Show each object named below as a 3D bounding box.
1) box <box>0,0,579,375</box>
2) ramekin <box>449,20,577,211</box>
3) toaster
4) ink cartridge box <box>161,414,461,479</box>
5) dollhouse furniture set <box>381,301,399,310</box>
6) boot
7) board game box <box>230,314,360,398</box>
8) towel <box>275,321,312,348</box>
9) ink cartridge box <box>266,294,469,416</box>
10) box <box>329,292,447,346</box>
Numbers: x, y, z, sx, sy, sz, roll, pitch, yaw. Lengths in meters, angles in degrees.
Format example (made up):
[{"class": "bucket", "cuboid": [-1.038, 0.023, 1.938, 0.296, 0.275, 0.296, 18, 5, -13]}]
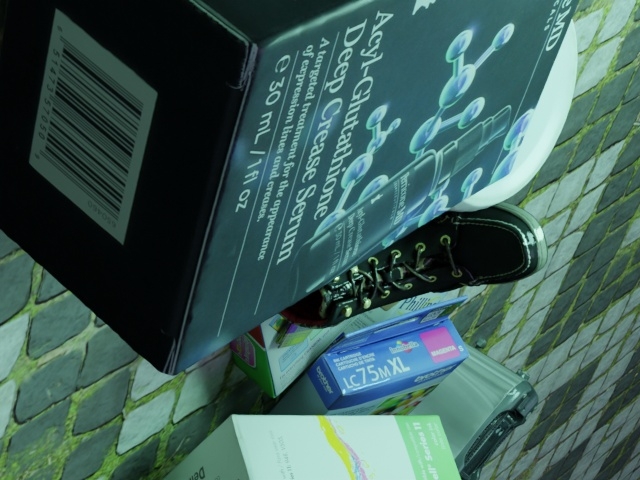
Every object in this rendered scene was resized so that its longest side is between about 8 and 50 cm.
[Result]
[{"class": "box", "cuboid": [-0.014, -0.140, 1.291, 0.395, 0.212, 0.293, -31, 150, -40]}, {"class": "ramekin", "cuboid": [0.127, -0.150, 1.686, 0.273, 0.127, 0.272, -26, 125, -42]}, {"class": "toaster", "cuboid": [0.177, 0.242, 2.465, 0.227, 0.146, 0.129, -51, 157, -1]}, {"class": "ink cartridge box", "cuboid": [-0.045, 0.283, 1.982, 0.353, 0.119, 0.207, 4, 146, -36]}, {"class": "dollhouse furniture set", "cuboid": [0.081, 0.008, 1.937, 0.114, 0.091, 0.081, -39, -151, 31]}, {"class": "boot", "cuboid": [0.082, 0.030, 1.730, 0.179, 0.236, 0.085, -26, 107, -38]}, {"class": "board game box", "cuboid": [0.000, 0.000, 1.867, 0.242, 0.064, 0.316, -43, 156, -19]}, {"class": "towel", "cuboid": [-0.012, 0.073, 1.856, 0.060, 0.009, 0.083, -9, 134, -60]}, {"class": "ink cartridge box", "cuboid": [0.041, 0.177, 2.066, 0.186, 0.065, 0.311, -14, 155, -35]}, {"class": "box", "cuboid": [0.076, 0.072, 2.113, 0.137, 0.072, 0.126, -56, 158, 11]}]
